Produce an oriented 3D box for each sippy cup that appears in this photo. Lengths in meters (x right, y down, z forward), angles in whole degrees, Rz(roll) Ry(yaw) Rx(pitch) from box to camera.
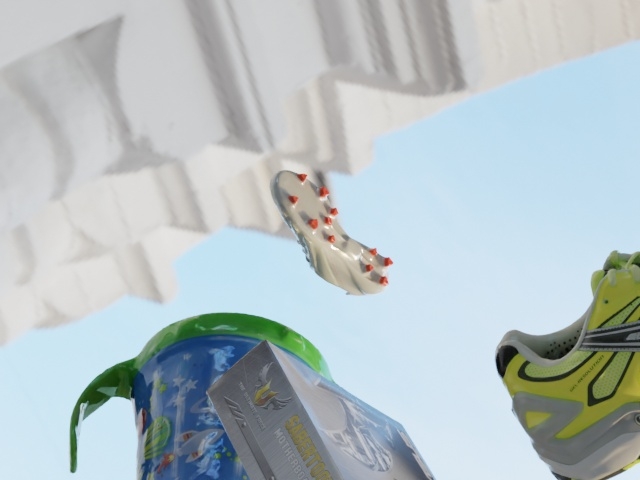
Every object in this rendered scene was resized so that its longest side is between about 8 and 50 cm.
[{"bbox_3d":[-0.105,0.236,1.429,0.305,0.224,0.240,-19,-53,20],"label":"sippy cup"}]

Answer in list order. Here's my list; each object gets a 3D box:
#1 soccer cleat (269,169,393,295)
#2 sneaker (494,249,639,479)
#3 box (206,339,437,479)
[{"bbox_3d":[0.000,0.000,1.458,0.076,0.068,0.196,-21,-54,39],"label":"soccer cleat"},{"bbox_3d":[0.312,0.061,1.098,0.384,0.145,0.147,-39,-85,22],"label":"sneaker"},{"bbox_3d":[0.039,0.187,0.817,0.183,0.056,0.231,39,14,-48],"label":"box"}]
